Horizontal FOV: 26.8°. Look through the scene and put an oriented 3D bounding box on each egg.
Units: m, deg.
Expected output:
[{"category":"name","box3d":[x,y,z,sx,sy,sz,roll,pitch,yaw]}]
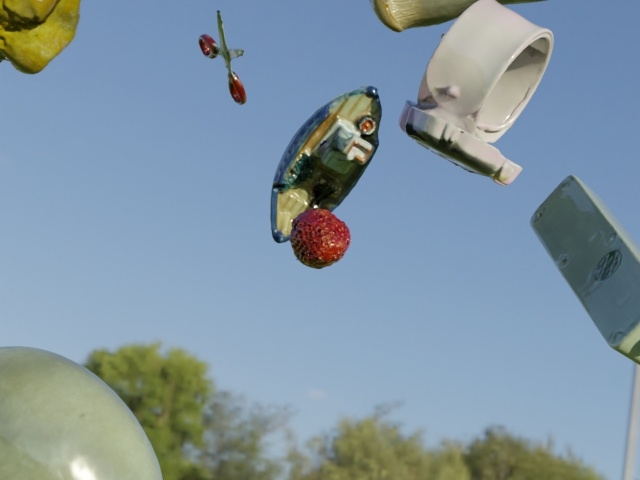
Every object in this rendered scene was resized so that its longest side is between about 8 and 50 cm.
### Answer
[{"category":"egg","box3d":[-0.356,0.294,1.761,0.352,0.258,0.258,44,-9,13]}]

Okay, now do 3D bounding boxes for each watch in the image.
[{"category":"watch","box3d":[0.233,-0.210,1.866,0.196,0.231,0.244,36,8,18]}]

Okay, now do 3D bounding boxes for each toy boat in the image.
[{"category":"toy boat","box3d":[0.009,-0.106,1.926,0.114,0.262,0.115,28,22,-23]}]

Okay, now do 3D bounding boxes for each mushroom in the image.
[{"category":"mushroom","box3d":[0.243,-0.409,2.135,0.328,0.122,0.159,-13,-1,15]}]

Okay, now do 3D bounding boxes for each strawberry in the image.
[{"category":"strawberry","box3d":[0.000,0.000,1.747,0.083,0.083,0.096,18,9,-27]}]

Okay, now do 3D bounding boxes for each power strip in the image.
[{"category":"power strip","box3d":[0.347,0.034,1.621,0.062,0.091,0.385,34,16,-21]}]

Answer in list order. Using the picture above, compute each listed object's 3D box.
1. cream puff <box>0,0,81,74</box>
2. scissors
[{"category":"cream puff","box3d":[-0.422,-0.376,1.618,0.269,0.323,0.274,-25,-28,13]},{"category":"scissors","box3d":[-0.161,-0.320,2.295,0.017,0.144,0.248,-33,-4,-12]}]
